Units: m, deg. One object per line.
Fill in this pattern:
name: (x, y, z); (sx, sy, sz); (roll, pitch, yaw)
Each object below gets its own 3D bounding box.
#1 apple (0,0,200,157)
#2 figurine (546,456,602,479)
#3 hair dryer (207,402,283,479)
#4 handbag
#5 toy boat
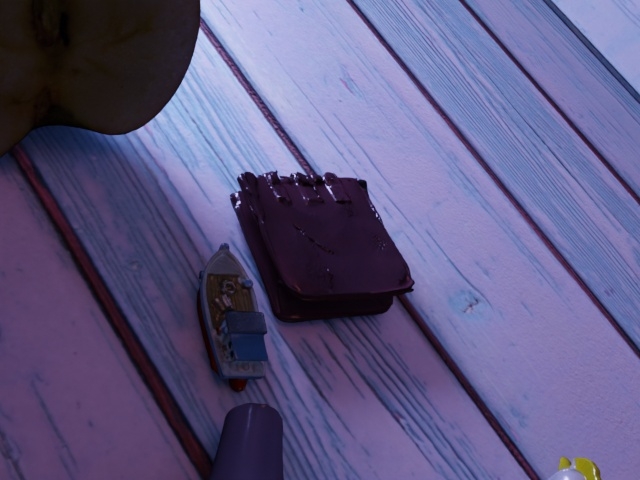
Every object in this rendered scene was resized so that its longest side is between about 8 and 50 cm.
apple: (-0.297, -0.249, 0.782); (0.295, 0.365, 0.328); (16, 47, 2)
figurine: (0.271, 0.328, 0.852); (0.109, 0.129, 0.178); (30, 43, -6)
hair dryer: (0.021, 0.342, 0.709); (0.361, 0.121, 0.301); (33, 32, -21)
handbag: (-0.001, 0.002, 0.988); (0.203, 0.074, 0.216); (-3, 54, -37)
toy boat: (-0.100, 0.082, 0.856); (0.069, 0.059, 0.173); (7, 51, -31)
